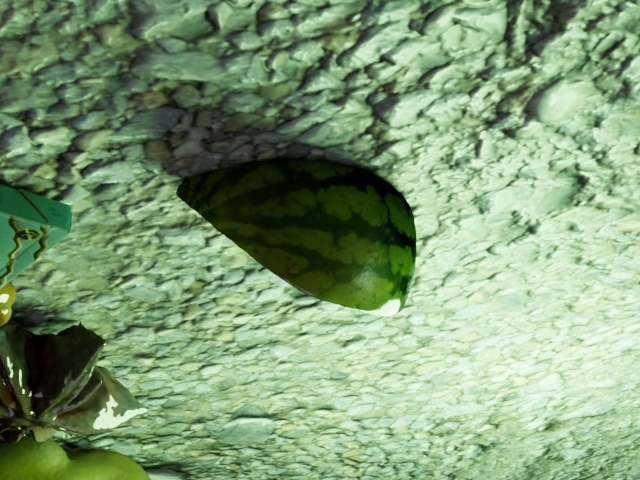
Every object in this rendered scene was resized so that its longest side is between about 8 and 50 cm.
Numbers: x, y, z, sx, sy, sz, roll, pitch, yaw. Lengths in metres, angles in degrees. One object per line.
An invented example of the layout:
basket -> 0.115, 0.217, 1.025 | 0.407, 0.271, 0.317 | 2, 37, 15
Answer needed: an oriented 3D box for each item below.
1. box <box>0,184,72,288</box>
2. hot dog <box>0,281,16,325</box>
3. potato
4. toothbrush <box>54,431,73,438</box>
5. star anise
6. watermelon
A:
box -> -0.393, -0.018, 1.308 | 0.229, 0.041, 0.162 | 18, 144, -37
hot dog -> -0.413, 0.060, 1.440 | 0.140, 0.060, 0.090 | 1, 148, -27
potato -> -0.377, 0.406, 1.953 | 0.351, 0.202, 0.218 | 28, 150, -27
toothbrush -> -0.455, 0.239, 1.799 | 0.030, 0.030, 0.304 | -23, 150, 29
star anise -> -0.360, 0.182, 1.625 | 0.315, 0.108, 0.315 | -6, 149, -4
watermelon -> 0.017, -0.019, 1.359 | 0.303, 0.159, 0.128 | 20, 104, -41
